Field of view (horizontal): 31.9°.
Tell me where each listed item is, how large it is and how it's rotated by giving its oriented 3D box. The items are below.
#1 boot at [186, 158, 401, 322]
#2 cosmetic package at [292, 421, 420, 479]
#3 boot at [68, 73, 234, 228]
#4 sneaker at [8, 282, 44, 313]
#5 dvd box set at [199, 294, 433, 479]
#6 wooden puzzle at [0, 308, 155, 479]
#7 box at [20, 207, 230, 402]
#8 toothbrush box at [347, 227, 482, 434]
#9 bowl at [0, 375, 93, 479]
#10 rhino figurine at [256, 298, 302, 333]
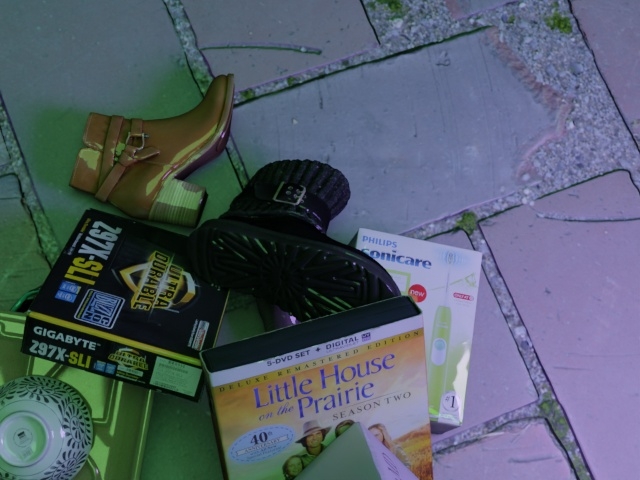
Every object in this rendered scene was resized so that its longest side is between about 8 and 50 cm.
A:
[{"bbox_3d":[0.000,-0.004,1.694,0.348,0.131,0.260,22,34,18],"label":"boot"},{"bbox_3d":[0.087,0.525,1.448,0.327,0.329,0.393,-44,104,5],"label":"cosmetic package"},{"bbox_3d":[-0.266,-0.170,1.817,0.220,0.109,0.283,18,79,0],"label":"boot"},{"bbox_3d":[-0.419,0.093,1.718,0.166,0.076,0.065,-42,85,-18],"label":"sneaker"},{"bbox_3d":[0.010,0.299,1.593,0.308,0.062,0.420,-14,121,-14],"label":"dvd box set"},{"bbox_3d":[-0.425,0.271,1.646,0.348,0.080,0.322,9,84,-2],"label":"wooden puzzle"},{"bbox_3d":[-0.266,0.085,1.644,0.257,0.079,0.322,15,28,-3],"label":"box"},{"bbox_3d":[0.128,0.146,1.769,0.206,0.122,0.283,12,71,-6],"label":"toothbrush box"},{"bbox_3d":[-0.410,0.275,1.566,0.170,0.080,0.170,0,85,-2],"label":"bowl"},{"bbox_3d":[-0.041,0.152,1.759,0.106,0.073,0.243,-15,76,17],"label":"rhino figurine"}]
